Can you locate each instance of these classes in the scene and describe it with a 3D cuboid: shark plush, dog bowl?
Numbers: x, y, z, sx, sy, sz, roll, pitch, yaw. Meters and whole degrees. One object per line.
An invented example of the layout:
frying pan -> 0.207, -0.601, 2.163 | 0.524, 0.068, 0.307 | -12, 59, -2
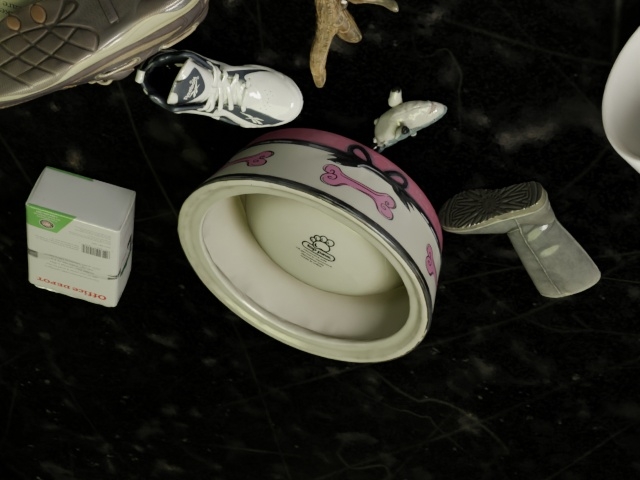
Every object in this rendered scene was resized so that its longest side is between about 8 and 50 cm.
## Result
shark plush -> 0.114, -0.149, 2.150 | 0.067, 0.073, 0.161 | 0, 146, -28
dog bowl -> 0.000, 0.000, 2.260 | 0.408, 0.150, 0.408 | 20, 145, 14

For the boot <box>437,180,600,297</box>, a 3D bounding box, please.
boot -> 0.297, 0.006, 2.266 | 0.189, 0.076, 0.208 | -6, 144, 31

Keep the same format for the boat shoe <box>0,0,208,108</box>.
boat shoe -> -0.301, -0.258, 2.023 | 0.355, 0.132, 0.130 | -24, 151, 4

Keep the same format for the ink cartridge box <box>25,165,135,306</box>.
ink cartridge box -> -0.395, -0.003, 2.501 | 0.160, 0.093, 0.219 | 17, 143, 2

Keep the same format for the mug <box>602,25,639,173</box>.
mug -> 0.521, -0.131, 1.869 | 0.328, 0.276, 0.374 | 35, 170, -33

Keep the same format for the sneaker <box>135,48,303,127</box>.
sneaker -> -0.148, -0.207, 2.088 | 0.235, 0.153, 0.094 | 21, 104, 6

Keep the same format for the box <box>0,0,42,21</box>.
box -> -0.386, -0.397, 2.002 | 0.113, 0.094, 0.275 | 17, 143, 0

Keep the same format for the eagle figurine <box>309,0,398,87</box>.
eagle figurine -> -0.010, -0.373, 1.767 | 0.225, 0.298, 0.226 | 24, 128, -31
